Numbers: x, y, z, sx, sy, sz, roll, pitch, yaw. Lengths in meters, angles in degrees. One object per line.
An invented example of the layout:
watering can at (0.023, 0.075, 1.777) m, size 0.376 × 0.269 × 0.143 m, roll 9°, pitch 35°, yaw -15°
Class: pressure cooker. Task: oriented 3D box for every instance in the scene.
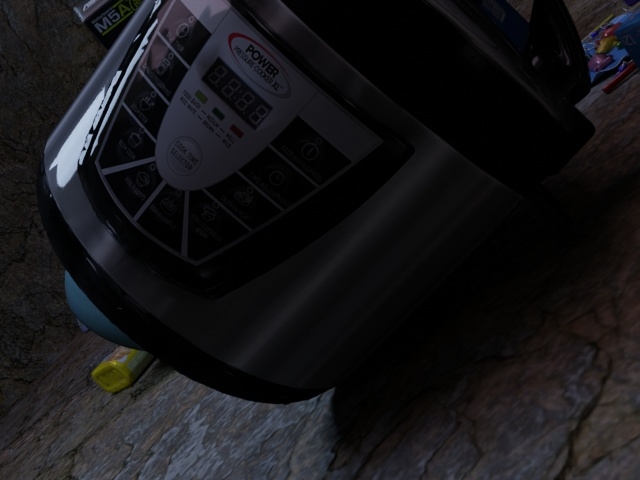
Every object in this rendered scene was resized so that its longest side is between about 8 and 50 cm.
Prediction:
pressure cooker at (0.001, -0.118, 0.653) m, size 0.420 × 0.370 × 0.375 m, roll -47°, pitch 39°, yaw 18°

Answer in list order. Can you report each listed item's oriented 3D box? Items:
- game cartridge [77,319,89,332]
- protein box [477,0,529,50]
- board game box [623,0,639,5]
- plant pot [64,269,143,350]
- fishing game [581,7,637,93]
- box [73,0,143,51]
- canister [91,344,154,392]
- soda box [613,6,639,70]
game cartridge at (-0.325, 0.099, 1.573) m, size 0.355 × 0.068 × 0.230 m, roll -23°, pitch -6°, yaw -36°
protein box at (0.192, -0.288, 1.116) m, size 0.136 × 0.200 × 0.201 m, roll -26°, pitch 34°, yaw 54°
board game box at (0.450, -0.358, 0.845) m, size 0.208 × 0.056 × 0.347 m, roll -27°, pitch 6°, yaw 32°
plant pot at (-0.274, 0.084, 1.304) m, size 0.290 × 0.290 × 0.195 m, roll -45°, pitch 48°, yaw -17°
fishing game at (0.371, -0.258, 0.929) m, size 0.189 × 0.041 × 0.264 m, roll -41°, pitch 11°, yaw 14°
box at (-0.126, -0.230, 0.778) m, size 0.191 × 0.184 × 0.045 m, roll -39°, pitch 46°, yaw 0°
canister at (-0.382, 0.227, 1.515) m, size 0.126 × 0.073 × 0.170 m, roll -30°, pitch 17°, yaw 43°
soda box at (0.371, -0.207, 0.652) m, size 0.067 × 0.071 × 0.210 m, roll -42°, pitch 11°, yaw -14°
